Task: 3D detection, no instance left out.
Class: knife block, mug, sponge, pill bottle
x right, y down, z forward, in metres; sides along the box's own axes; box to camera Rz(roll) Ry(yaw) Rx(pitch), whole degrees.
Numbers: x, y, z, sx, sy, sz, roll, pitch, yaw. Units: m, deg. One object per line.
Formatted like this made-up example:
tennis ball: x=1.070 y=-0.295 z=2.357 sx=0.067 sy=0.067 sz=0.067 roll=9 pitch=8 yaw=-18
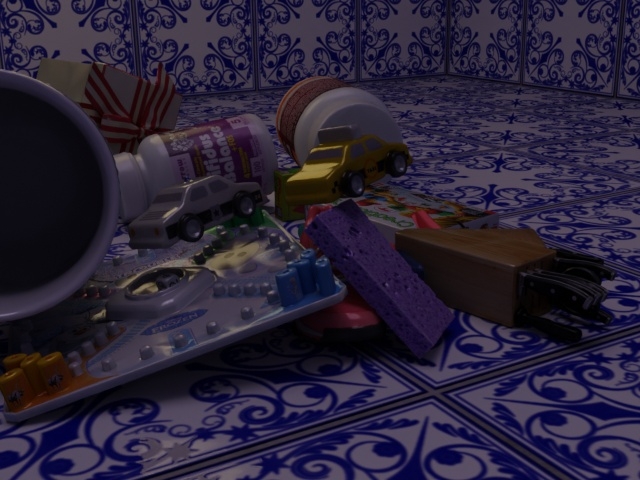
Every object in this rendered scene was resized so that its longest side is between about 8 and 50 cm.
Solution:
knife block: x=0.240 y=0.057 z=1.105 sx=0.276 sy=0.088 sz=0.242 roll=1 pitch=17 yaw=3
mug: x=-0.402 y=-0.113 z=1.023 sx=0.276 sy=0.373 sz=0.328 roll=-13 pitch=11 yaw=-12
sponge: x=0.077 y=0.043 z=1.028 sx=0.210 sy=0.031 sz=0.117 roll=48 pitch=26 yaw=7
pill bottle: x=-0.247 y=-0.134 z=1.586 sx=0.302 sy=0.169 sz=0.169 roll=-17 pitch=22 yaw=-21
pill bottle: x=0.037 y=-0.235 z=1.828 sx=0.224 sy=0.223 sz=0.392 roll=-4 pitch=17 yaw=-11

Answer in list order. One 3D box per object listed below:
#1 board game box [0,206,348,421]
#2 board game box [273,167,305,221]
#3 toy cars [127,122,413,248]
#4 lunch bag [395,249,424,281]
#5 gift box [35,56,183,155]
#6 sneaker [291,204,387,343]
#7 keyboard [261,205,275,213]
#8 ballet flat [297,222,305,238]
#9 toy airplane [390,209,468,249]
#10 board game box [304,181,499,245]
board game box: x=-0.210 y=0.054 z=1.057 sx=0.390 sy=0.050 sz=0.390 roll=-20 pitch=22 yaw=-13
board game box: x=0.001 y=-0.097 z=1.605 sx=0.181 sy=0.092 sz=0.043 roll=-9 pitch=20 yaw=-26
toy cars: x=-0.067 y=-0.082 z=1.092 sx=0.394 sy=0.087 sz=0.176 roll=-16 pitch=13 yaw=-3
lunch bag: x=0.098 y=0.057 z=1.149 sx=0.065 sy=0.067 sz=0.098 roll=-8 pitch=20 yaw=-20
gift box: x=-0.461 y=-0.265 z=1.758 sx=0.258 sy=0.276 sz=0.255 roll=16 pitch=6 yaw=35
sneaker: x=0.010 y=0.036 z=1.105 sx=0.116 sy=0.136 sz=0.314 roll=-4 pitch=18 yaw=-9
keyboard: x=-0.202 y=-0.076 z=1.688 sx=0.256 sy=0.014 sz=0.072 roll=14 pitch=18 yaw=38
ballet flat: x=0.000 y=0.000 z=1.400 sx=0.041 sy=0.041 sz=0.114 roll=-9 pitch=19 yaw=-25
toy airplane: x=0.163 y=0.011 z=1.275 sx=0.151 sy=0.028 sz=0.151 roll=-4 pitch=56 yaw=6
board game box: x=0.139 y=-0.040 z=1.481 sx=0.193 sy=0.053 sz=0.305 roll=-15 pitch=22 yaw=-36
